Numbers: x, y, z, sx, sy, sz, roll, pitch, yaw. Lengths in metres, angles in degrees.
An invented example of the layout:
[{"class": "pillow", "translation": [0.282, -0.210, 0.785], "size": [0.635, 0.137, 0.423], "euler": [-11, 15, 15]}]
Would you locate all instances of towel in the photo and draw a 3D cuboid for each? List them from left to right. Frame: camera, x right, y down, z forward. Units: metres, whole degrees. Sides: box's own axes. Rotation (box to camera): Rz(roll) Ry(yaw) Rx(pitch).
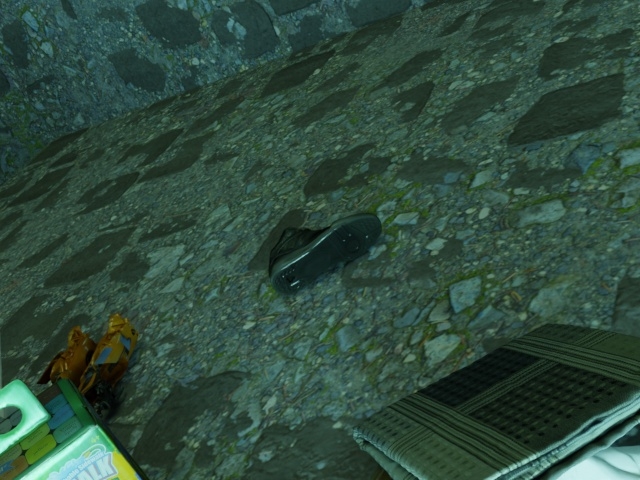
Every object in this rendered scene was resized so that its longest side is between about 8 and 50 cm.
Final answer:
[{"class": "towel", "translation": [0.218, 0.190, 0.948], "size": [0.312, 0.056, 0.324], "euler": [-25, 7, -14]}]

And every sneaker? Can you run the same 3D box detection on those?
[{"class": "sneaker", "translation": [0.000, 0.000, 1.582], "size": [0.228, 0.087, 0.130], "euler": [-33, 32, 6]}, {"class": "sneaker", "translation": [0.323, 0.235, 0.859], "size": [0.212, 0.080, 0.094], "euler": [-1, 21, 42]}]

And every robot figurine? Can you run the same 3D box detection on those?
[{"class": "robot figurine", "translation": [-0.452, 0.264, 1.573], "size": [0.211, 0.085, 0.291], "euler": [-19, 27, 23]}]

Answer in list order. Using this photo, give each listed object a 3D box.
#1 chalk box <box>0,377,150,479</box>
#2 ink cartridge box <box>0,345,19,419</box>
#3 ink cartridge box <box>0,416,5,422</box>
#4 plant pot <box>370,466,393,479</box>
[{"class": "chalk box", "translation": [-0.347, 0.317, 1.130], "size": [0.180, 0.289, 0.179], "euler": [-38, 27, -16]}, {"class": "ink cartridge box", "translation": [-0.637, 0.315, 1.513], "size": [0.296, 0.066, 0.261], "euler": [-14, 74, 29]}, {"class": "ink cartridge box", "translation": [-0.556, 0.391, 1.265], "size": [0.270, 0.198, 0.197], "euler": [-17, 49, 25]}, {"class": "plant pot", "translation": [0.143, 0.289, 0.975], "size": [0.236, 0.032, 0.236], "euler": [-23, 27, 13]}]
